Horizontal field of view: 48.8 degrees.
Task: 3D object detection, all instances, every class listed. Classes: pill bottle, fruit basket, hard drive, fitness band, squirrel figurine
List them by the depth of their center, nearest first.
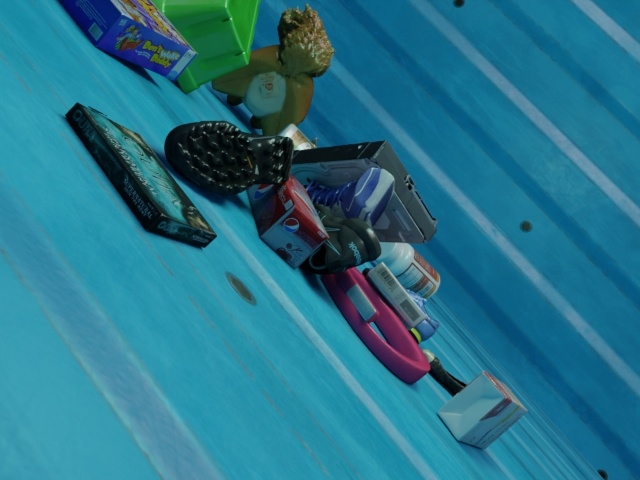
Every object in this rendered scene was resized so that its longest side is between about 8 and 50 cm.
[{"bbox_3d":[0.100,0.143,1.310,0.209,0.054,0.291,44,9,-41],"label":"fitness band"},{"bbox_3d":[0.066,-0.096,1.522,0.339,0.064,0.237,3,-43,49],"label":"hard drive"},{"bbox_3d":[-0.350,-0.558,1.656,0.392,0.392,0.283,53,-10,38],"label":"fruit basket"},{"bbox_3d":[-0.040,-0.169,1.775,0.229,0.131,0.131,46,8,-11],"label":"pill bottle"},{"bbox_3d":[0.255,0.082,2.128,0.216,0.121,0.121,43,9,-29],"label":"pill bottle"},{"bbox_3d":[-0.102,-0.515,2.180,0.281,0.397,0.370,42,17,-6],"label":"squirrel figurine"}]

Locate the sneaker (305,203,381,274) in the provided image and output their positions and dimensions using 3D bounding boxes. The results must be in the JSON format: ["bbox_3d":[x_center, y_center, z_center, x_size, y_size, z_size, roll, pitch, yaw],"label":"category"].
[{"bbox_3d":[0.000,0.000,1.284,0.267,0.106,0.101,14,-47,63],"label":"sneaker"}]

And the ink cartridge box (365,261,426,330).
[{"bbox_3d":[0.152,0.125,1.491,0.145,0.045,0.179,52,-6,8],"label":"ink cartridge box"}]

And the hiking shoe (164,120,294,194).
[{"bbox_3d":[-0.165,-0.131,1.144,0.132,0.113,0.304,7,4,27],"label":"hiking shoe"}]

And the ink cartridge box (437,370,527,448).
[{"bbox_3d":[0.304,0.315,1.290,0.067,0.115,0.198,52,10,34],"label":"ink cartridge box"}]

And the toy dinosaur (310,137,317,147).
[{"bbox_3d":[-0.012,-0.165,1.967,0.200,0.127,0.296,54,13,-4],"label":"toy dinosaur"}]

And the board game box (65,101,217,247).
[{"bbox_3d":[-0.208,-0.074,0.830,0.186,0.026,0.126,50,9,20],"label":"board game box"}]

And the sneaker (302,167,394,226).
[{"bbox_3d":[0.018,-0.059,1.425,0.182,0.127,0.315,35,-25,4],"label":"sneaker"}]

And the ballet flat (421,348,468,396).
[{"bbox_3d":[0.275,0.287,1.511,0.173,0.049,0.057,45,8,-17],"label":"ballet flat"}]

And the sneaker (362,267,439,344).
[{"bbox_3d":[0.179,0.133,1.580,0.209,0.082,0.069,49,-16,11],"label":"sneaker"}]

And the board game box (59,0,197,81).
[{"bbox_3d":[-0.423,-0.480,1.375,0.347,0.078,0.233,50,16,18],"label":"board game box"}]

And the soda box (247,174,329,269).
[{"bbox_3d":[-0.064,-0.054,1.275,0.092,0.083,0.263,43,9,-24],"label":"soda box"}]
